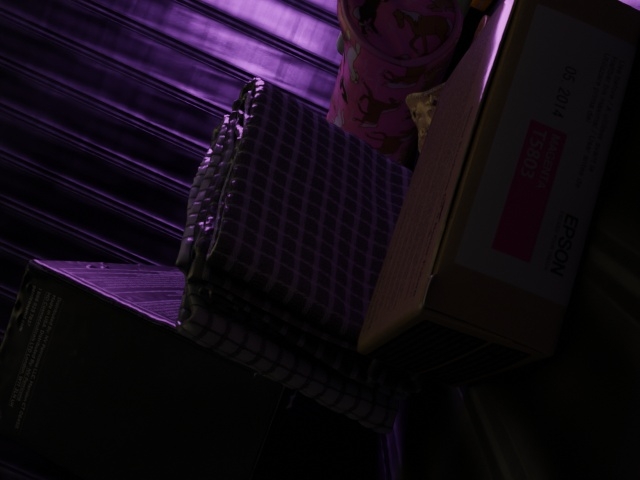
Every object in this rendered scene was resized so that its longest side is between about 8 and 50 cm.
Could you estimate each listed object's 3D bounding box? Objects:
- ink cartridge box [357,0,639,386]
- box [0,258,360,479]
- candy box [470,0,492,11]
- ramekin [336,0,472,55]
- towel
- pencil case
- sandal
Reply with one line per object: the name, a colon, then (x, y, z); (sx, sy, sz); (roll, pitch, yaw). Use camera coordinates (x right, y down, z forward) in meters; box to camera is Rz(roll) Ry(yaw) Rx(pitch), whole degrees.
ink cartridge box: (0.114, -0.030, 0.655); (0.193, 0.088, 0.235); (127, 164, -74)
box: (-0.130, 0.155, 1.010); (0.296, 0.294, 0.183); (8, -78, -68)
candy box: (0.252, -0.414, 1.278); (0.105, 0.027, 0.206); (142, 148, -78)
ramekin: (0.145, -0.376, 1.468); (0.304, 0.148, 0.303); (-63, 2, 5)
towel: (0.000, 0.000, 0.873); (0.121, 0.235, 0.284); (-46, 24, 33)
pencil case: (0.081, -0.199, 1.322); (0.167, 0.160, 0.386); (-58, -10, -25)
sandal: (0.139, -0.161, 1.125); (0.088, 0.079, 0.240); (121, 169, -74)
